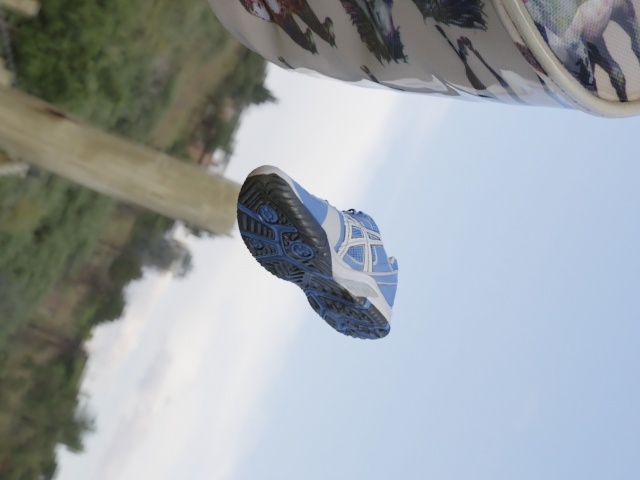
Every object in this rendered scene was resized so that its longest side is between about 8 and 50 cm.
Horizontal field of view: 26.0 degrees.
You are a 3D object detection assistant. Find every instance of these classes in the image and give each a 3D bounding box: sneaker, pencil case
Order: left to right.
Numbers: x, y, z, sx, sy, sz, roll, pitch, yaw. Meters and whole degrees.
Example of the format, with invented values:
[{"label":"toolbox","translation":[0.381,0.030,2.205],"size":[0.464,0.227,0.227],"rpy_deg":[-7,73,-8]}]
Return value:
[{"label":"sneaker","translation":[0.000,0.000,1.212],"size":[0.080,0.211,0.081],"rpy_deg":[-3,-129,35]},{"label":"pencil case","translation":[0.064,-0.184,0.885],"size":[0.160,0.184,0.410],"rpy_deg":[-30,-157,-21]}]
